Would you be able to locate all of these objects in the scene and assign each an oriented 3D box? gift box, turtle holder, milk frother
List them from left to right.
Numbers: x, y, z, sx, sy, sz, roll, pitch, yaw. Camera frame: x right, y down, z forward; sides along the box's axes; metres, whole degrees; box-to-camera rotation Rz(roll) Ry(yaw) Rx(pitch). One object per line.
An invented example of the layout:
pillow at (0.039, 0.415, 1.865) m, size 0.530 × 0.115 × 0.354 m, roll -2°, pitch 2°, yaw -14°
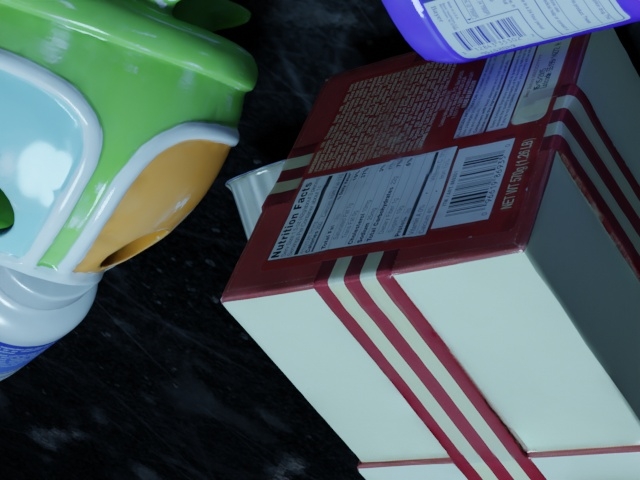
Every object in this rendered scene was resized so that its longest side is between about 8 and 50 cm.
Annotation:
turtle holder at (-0.215, -0.106, 0.897) m, size 0.320 × 0.228 × 0.243 m, roll 18°, pitch -175°, yaw -15°
milk frother at (0.000, 0.000, 1.068) m, size 0.143 × 0.129 × 0.135 m, roll 155°, pitch 98°, yaw -81°
gift box at (0.132, 0.033, 0.845) m, size 0.276 × 0.255 × 0.258 m, roll -6°, pitch 135°, yaw 39°

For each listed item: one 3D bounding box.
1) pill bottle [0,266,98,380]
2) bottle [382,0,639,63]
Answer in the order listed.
pill bottle at (-0.316, 0.045, 1.308) m, size 0.152 × 0.152 × 0.272 m, roll 41°, pitch 144°, yaw -13°
bottle at (0.159, -0.179, 0.721) m, size 0.282 × 0.092 × 0.118 m, roll -9°, pitch 123°, yaw 43°
